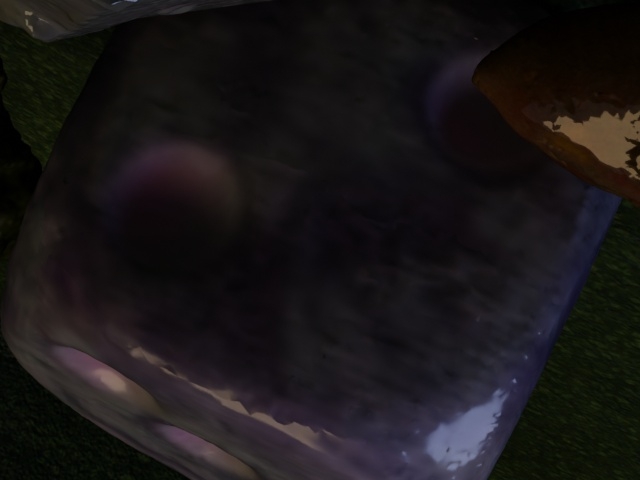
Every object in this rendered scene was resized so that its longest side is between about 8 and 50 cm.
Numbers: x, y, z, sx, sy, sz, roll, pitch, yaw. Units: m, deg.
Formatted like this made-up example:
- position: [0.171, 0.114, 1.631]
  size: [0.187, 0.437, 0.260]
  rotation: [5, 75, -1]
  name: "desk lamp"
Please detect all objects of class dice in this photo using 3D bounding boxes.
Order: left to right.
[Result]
- position: [0.000, 0.000, 1.005]
  size: [0.271, 0.270, 0.270]
  rotation: [26, 163, 4]
  name: "dice"

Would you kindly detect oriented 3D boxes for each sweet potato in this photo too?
- position: [0.256, -0.029, 0.831]
  size: [0.385, 0.109, 0.109]
  rotation: [19, 162, 7]
  name: "sweet potato"

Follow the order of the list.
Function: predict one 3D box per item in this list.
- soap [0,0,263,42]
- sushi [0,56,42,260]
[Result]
- position: [0.039, -0.113, 0.641]
  size: [0.302, 0.257, 0.159]
  rotation: [37, 160, -28]
  name: "soap"
- position: [-0.285, -0.110, 1.103]
  size: [0.352, 0.178, 0.294]
  rotation: [-174, 70, -74]
  name: "sushi"
